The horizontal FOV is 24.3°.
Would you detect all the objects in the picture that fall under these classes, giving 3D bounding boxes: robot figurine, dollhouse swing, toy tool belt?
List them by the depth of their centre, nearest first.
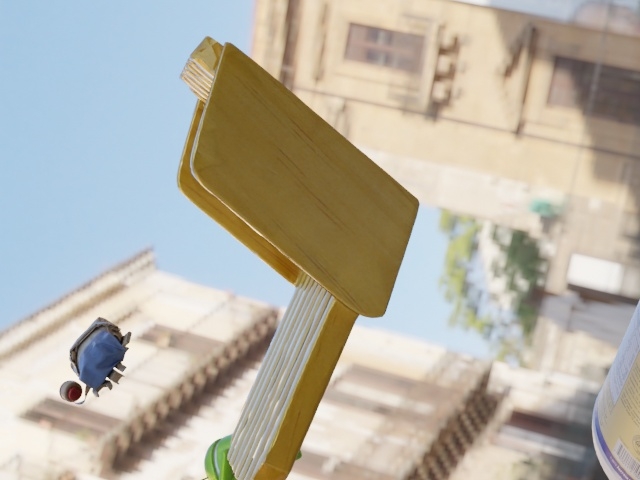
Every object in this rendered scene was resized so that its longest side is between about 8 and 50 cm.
[{"bbox_3d":[-0.201,0.113,1.337,0.052,0.051,0.083,34,-98,-35],"label":"toy tool belt"},{"bbox_3d":[-0.091,0.028,1.453,0.305,0.315,0.347,-51,7,-4],"label":"dollhouse swing"},{"bbox_3d":[-0.080,0.244,1.656,0.067,0.115,0.101,66,-153,-4],"label":"robot figurine"}]

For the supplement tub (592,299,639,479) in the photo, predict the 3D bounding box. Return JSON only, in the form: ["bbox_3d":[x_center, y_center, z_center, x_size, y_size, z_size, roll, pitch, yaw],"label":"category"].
[{"bbox_3d":[0.441,0.130,1.577,0.331,0.241,0.241,102,-165,-45],"label":"supplement tub"}]
